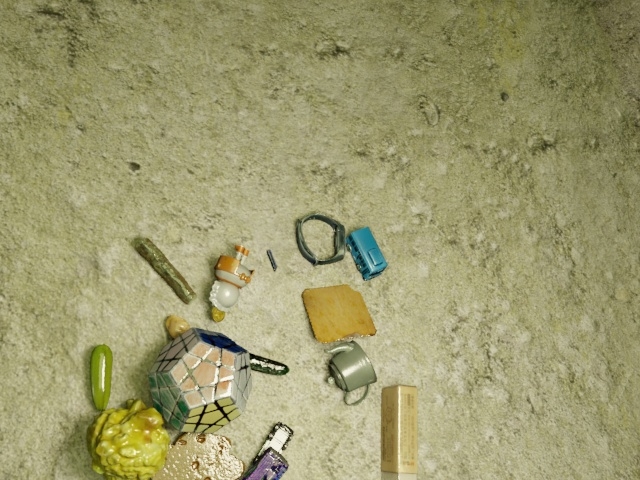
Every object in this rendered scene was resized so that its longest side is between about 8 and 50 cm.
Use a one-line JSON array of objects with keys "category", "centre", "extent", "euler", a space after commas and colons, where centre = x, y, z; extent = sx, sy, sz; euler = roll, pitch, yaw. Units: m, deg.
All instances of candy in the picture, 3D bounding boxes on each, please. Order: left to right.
[{"category": "candy", "centre": [-0.226, 0.767, 1.563], "extent": [0.088, 0.061, 0.312], "euler": [44, 79, -2]}]

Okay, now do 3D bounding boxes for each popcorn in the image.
[{"category": "popcorn", "centre": [-0.549, 0.567, 1.507], "extent": [0.206, 0.236, 0.252], "euler": [56, 26, -36]}]

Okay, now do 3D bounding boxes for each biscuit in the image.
[{"category": "biscuit", "centre": [-0.376, 0.690, 1.600], "extent": [0.290, 0.041, 0.209], "euler": [11, 67, -14]}, {"category": "biscuit", "centre": [0.065, 0.258, 1.881], "extent": [0.231, 0.013, 0.237], "euler": [-5, 50, -19]}]

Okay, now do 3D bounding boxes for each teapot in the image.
[{"category": "teapot", "centre": [0.094, 0.457, 1.787], "extent": [0.148, 0.162, 0.240], "euler": [-27, 106, -16]}]

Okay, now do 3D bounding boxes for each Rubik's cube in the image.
[{"category": "Rubik's cube", "centre": [-0.359, 0.424, 1.587], "extent": [0.318, 0.319, 0.264], "euler": [24, 90, -7]}]

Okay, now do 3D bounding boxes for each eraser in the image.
[{"category": "eraser", "centre": [0.264, 0.666, 1.752], "extent": [0.078, 0.144, 0.344], "euler": [10, 67, -15]}]

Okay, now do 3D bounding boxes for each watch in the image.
[{"category": "watch", "centre": [0.000, 0.000, 1.980], "extent": [0.192, 0.068, 0.207], "euler": [7, 64, -11]}]

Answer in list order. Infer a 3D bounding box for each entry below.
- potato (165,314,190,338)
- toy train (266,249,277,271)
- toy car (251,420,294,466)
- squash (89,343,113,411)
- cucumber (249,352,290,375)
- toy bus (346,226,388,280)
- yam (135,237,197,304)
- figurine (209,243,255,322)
[{"category": "potato", "centre": [-0.474, 0.286, 1.727], "extent": [0.083, 0.062, 0.068], "euler": [36, 45, 23]}, {"category": "toy train", "centre": [-0.177, 0.075, 1.921], "extent": [0.017, 0.017, 0.083], "euler": [-15, 74, -29]}, {"category": "toy car", "centre": [-0.154, 0.665, 1.667], "extent": [0.071, 0.062, 0.165], "euler": [36, 63, 0]}, {"category": "squash", "centre": [-0.675, 0.421, 1.607], "extent": [0.066, 0.066, 0.201], "euler": [-1, 76, -18]}, {"category": "cucumber", "centre": [-0.205, 0.412, 1.756], "extent": [0.214, 0.058, 0.052], "euler": [19, 31, -12]}, {"category": "toy bus", "centre": [0.175, 0.050, 1.990], "extent": [0.090, 0.106, 0.185], "euler": [-20, 76, -26]}, {"category": "yam", "centre": [-0.525, 0.104, 1.781], "extent": [0.061, 0.061, 0.274], "euler": [-41, 85, -26]}, {"category": "figurine", "centre": [-0.307, 0.146, 1.791], "extent": [0.143, 0.143, 0.272], "euler": [11, 64, -12]}]
